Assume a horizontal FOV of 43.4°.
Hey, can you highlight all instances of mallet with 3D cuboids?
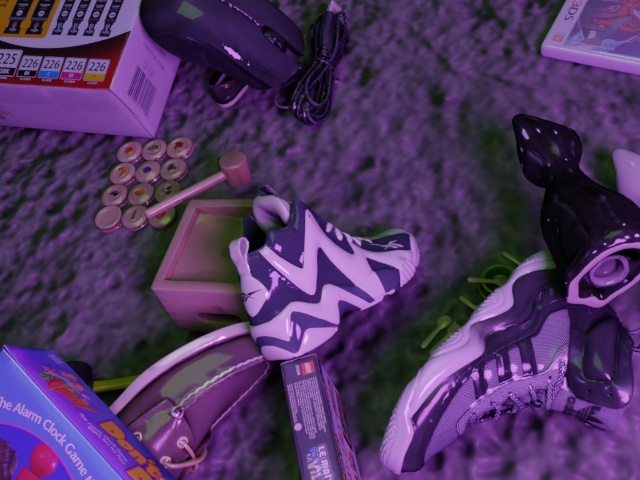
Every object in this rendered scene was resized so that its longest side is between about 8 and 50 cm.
[{"bbox_3d":[-0.199,0.162,0.873,0.190,0.039,0.062,-3,56,10],"label":"mallet"}]

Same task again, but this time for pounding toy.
[{"bbox_3d":[-0.109,0.000,0.920,0.181,0.094,0.206,1,51,21],"label":"pounding toy"}]

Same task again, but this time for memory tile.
[{"bbox_3d":[-0.230,-0.076,1.053,0.113,0.012,0.148,-2,57,15],"label":"memory tile"}]

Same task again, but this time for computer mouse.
[{"bbox_3d":[-0.094,-0.275,1.033,0.272,0.072,0.188,19,63,-10],"label":"computer mouse"}]

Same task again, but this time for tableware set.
[{"bbox_3d":[0.182,0.079,0.820,0.154,0.024,0.104,-44,56,-15],"label":"tableware set"}]

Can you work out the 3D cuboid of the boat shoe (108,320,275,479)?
[{"bbox_3d":[-0.171,0.204,0.787,0.324,0.116,0.096,-35,59,-3],"label":"boat shoe"}]

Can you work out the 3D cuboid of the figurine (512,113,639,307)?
[{"bbox_3d":[0.295,-0.030,0.774,0.215,0.092,0.209,14,41,-24],"label":"figurine"}]

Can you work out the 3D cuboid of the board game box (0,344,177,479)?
[{"bbox_3d":[-0.210,0.290,0.671,0.347,0.078,0.233,41,92,19],"label":"board game box"}]

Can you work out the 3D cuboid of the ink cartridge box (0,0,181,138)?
[{"bbox_3d":[-0.355,-0.302,1.143,0.310,0.130,0.271,6,69,19],"label":"ink cartridge box"}]

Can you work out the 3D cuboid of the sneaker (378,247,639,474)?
[{"bbox_3d":[0.184,0.135,0.721,0.153,0.101,0.268,39,72,24],"label":"sneaker"}]

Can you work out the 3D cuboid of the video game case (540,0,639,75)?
[{"bbox_3d":[0.403,-0.280,0.997,0.201,0.023,0.183,19,64,26],"label":"video game case"}]

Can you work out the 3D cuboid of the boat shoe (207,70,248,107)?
[{"bbox_3d":[-0.111,-0.246,1.116,0.049,0.042,0.133,16,61,28],"label":"boat shoe"}]

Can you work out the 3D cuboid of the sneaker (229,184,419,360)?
[{"bbox_3d":[0.000,0.000,0.806,0.235,0.153,0.094,-32,12,-35],"label":"sneaker"}]

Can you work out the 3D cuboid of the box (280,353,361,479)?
[{"bbox_3d":[0.012,0.218,0.720,0.036,0.114,0.207,-17,53,5],"label":"box"}]
